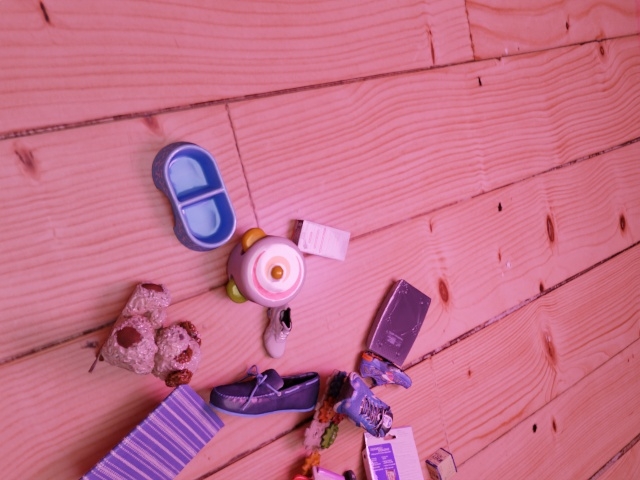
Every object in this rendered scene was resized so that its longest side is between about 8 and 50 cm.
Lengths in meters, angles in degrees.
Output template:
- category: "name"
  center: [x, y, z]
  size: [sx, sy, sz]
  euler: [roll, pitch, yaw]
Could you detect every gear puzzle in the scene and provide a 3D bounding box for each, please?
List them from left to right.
- category: "gear puzzle"
  center: [0.024, 0.561, 1.440]
  size: [0.175, 0.044, 0.338]
  euler: [38, 73, -52]

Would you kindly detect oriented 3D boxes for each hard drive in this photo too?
- category: "hard drive"
  center: [0.257, 0.271, 1.585]
  size: [0.172, 0.054, 0.254]
  euler: [33, 77, -27]

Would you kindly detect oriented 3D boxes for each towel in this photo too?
- category: "towel"
  center: [-0.415, 0.527, 1.181]
  size: [0.336, 0.040, 0.243]
  euler: [-43, 137, -22]

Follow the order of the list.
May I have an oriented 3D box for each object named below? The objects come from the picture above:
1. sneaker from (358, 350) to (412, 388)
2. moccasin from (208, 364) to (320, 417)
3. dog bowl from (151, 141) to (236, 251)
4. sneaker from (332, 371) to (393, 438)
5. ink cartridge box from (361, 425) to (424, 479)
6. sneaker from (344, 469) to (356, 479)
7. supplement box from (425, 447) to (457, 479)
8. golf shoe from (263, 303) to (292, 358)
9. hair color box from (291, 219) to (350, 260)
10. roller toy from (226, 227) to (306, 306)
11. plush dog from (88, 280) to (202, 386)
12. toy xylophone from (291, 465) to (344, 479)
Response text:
- category: "sneaker"
  center: [0.208, 0.440, 1.564]
  size: [0.221, 0.083, 0.087]
  euler: [32, 91, -22]
- category: "moccasin"
  center: [-0.149, 0.407, 1.330]
  size: [0.342, 0.138, 0.116]
  euler: [11, 98, -43]
- category: "dog bowl"
  center: [-0.314, -0.111, 1.223]
  size: [0.166, 0.074, 0.297]
  euler: [-25, 106, -26]
- category: "sneaker"
  center: [0.144, 0.496, 1.412]
  size: [0.129, 0.147, 0.330]
  euler: [-60, 146, -19]
- category: "ink cartridge box"
  center: [0.240, 0.739, 1.586]
  size: [0.207, 0.045, 0.208]
  euler: [6, 60, -29]
- category: "sneaker"
  center: [0.062, 0.821, 1.510]
  size: [0.089, 0.051, 0.170]
  euler: [4, 94, -33]
- category: "supplement box"
  center: [0.438, 0.816, 1.721]
  size: [0.083, 0.056, 0.083]
  euler: [-27, 106, -26]
- category: "golf shoe"
  center: [-0.116, 0.257, 1.354]
  size: [0.069, 0.086, 0.176]
  euler: [-1, 95, -31]
- category: "hair color box"
  center: [0.000, 0.000, 1.421]
  size: [0.167, 0.053, 0.093]
  euler: [15, 87, -31]
- category: "roller toy"
  center: [-0.142, 0.078, 1.291]
  size: [0.191, 0.146, 0.209]
  euler: [11, 87, -30]
- category: "plush dog"
  center: [-0.394, 0.261, 1.142]
  size: [0.226, 0.262, 0.210]
  euler: [30, 112, -18]
- category: "toy xylophone"
  center: [-0.058, 0.808, 1.373]
  size: [0.236, 0.081, 0.322]
  euler: [37, 87, -18]
